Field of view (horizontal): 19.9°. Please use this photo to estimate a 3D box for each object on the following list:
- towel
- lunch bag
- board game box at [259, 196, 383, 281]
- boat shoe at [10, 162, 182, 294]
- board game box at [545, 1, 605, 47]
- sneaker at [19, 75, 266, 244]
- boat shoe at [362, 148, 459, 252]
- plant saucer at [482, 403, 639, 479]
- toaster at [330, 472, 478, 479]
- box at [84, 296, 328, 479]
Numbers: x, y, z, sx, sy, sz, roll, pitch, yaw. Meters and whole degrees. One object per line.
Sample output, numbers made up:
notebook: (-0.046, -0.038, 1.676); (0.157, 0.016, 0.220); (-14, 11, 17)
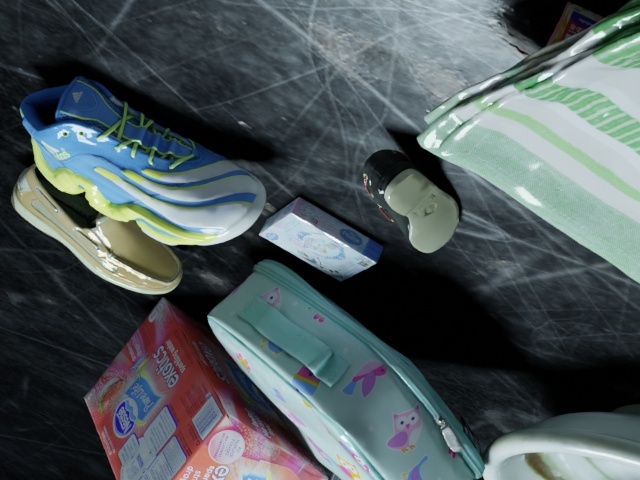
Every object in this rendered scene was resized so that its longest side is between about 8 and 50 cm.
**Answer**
towel: (0.230, -0.049, 1.100); (0.248, 0.038, 0.325); (31, 156, -16)
lunch bag: (0.024, 0.142, 1.719); (0.279, 0.108, 0.224); (33, 162, 48)
board game box: (0.000, 0.000, 1.632); (0.090, 0.020, 0.090); (29, 159, -13)
boat shoe: (-0.215, -0.012, 1.793); (0.190, 0.068, 0.072); (30, 148, -11)
board game box: (0.223, -0.066, 1.180); (0.193, 0.045, 0.147); (24, 158, 2)
sneaker: (-0.165, -0.070, 1.551); (0.240, 0.091, 0.126); (14, 156, 30)
boat shoe: (0.073, -0.032, 1.445); (0.042, 0.049, 0.133); (46, 180, 33)
plant saucer: (0.353, 0.246, 1.711); (0.400, 0.100, 0.400); (23, 160, 9)
toaster: (0.097, 0.308, 2.141); (0.185, 0.110, 0.168); (16, 157, 25)
box: (-0.128, 0.206, 1.916); (0.142, 0.154, 0.300); (36, -174, -26)
